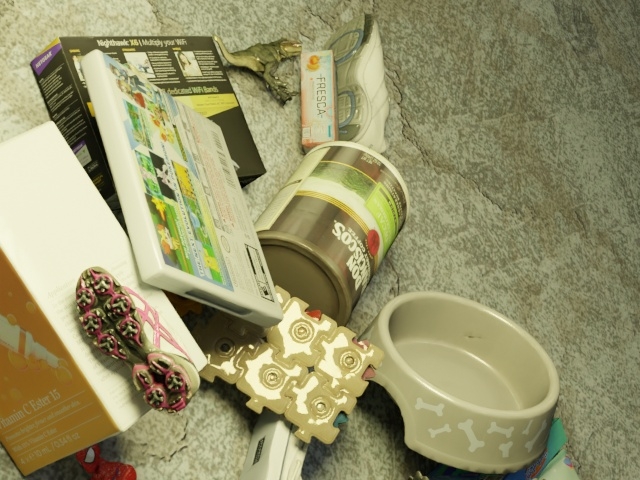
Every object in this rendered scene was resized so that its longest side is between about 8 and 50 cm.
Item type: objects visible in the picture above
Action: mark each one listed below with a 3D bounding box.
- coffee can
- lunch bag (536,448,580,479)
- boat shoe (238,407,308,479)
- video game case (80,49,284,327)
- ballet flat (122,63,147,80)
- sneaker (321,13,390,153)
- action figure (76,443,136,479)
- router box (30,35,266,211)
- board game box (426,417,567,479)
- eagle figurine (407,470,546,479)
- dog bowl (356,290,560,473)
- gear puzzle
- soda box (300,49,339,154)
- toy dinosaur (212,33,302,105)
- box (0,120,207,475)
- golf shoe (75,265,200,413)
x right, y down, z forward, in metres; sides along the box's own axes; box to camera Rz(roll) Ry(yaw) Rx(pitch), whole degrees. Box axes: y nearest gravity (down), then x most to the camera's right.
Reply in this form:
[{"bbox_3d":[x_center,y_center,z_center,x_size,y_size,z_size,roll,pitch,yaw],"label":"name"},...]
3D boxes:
[{"bbox_3d":[0.000,0.000,1.775,0.201,0.201,0.275,49,41,-14],"label":"coffee can"},{"bbox_3d":[0.329,0.495,1.867,0.262,0.160,0.223,-29,95,-38],"label":"lunch bag"},{"bbox_3d":[-0.061,0.336,1.596,0.084,0.095,0.258,37,46,-19],"label":"boat shoe"},{"bbox_3d":[-0.178,-0.060,1.517,0.300,0.036,0.329,29,37,-59],"label":"video game case"},{"bbox_3d":[-0.257,-0.171,1.595,0.052,0.057,0.168,28,50,-45],"label":"ballet flat"},{"bbox_3d":[0.072,-0.283,2.115,0.129,0.111,0.297,37,50,-44],"label":"sneaker"},{"bbox_3d":[-0.244,0.376,1.378,0.139,0.091,0.280,-17,80,-62],"label":"action figure"},{"bbox_3d":[-0.248,-0.180,1.714,0.309,0.081,0.243,-11,76,-49],"label":"router box"},{"bbox_3d":[0.282,0.360,1.875,0.210,0.160,0.047,-34,107,-44],"label":"board game box"},{"bbox_3d":[0.239,0.505,1.708,0.226,0.225,0.298,17,63,-27],"label":"eagle figurine"},{"bbox_3d":[0.220,0.209,1.825,0.348,0.102,0.349,16,30,-9],"label":"dog bowl"},{"bbox_3d":[-0.092,0.145,1.642,0.339,0.044,0.175,32,70,3],"label":"gear puzzle"},{"bbox_3d":[-0.001,-0.235,1.996,0.063,0.058,0.183,66,22,-66],"label":"soda box"},{"bbox_3d":[-0.091,-0.291,1.942,0.118,0.064,0.268,55,24,7],"label":"toy dinosaur"},{"bbox_3d":[-0.334,0.072,1.371,0.345,0.215,0.168,58,40,-4],"label":"box"},{"bbox_3d":[-0.204,0.105,1.283,0.186,0.067,0.086,55,15,-8],"label":"golf shoe"}]
